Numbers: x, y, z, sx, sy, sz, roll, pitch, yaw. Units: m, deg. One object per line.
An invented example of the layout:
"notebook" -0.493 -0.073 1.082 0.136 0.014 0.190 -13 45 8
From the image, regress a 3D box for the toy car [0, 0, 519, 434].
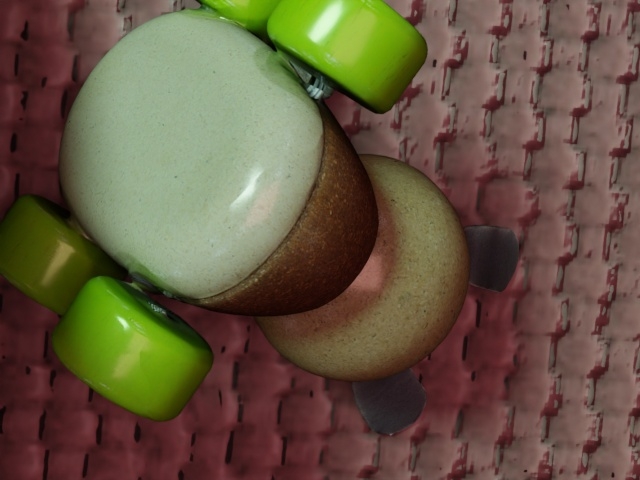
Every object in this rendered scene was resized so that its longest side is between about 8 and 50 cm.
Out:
"toy car" 0.000 0.000 0.498 0.188 0.149 0.155 33 94 -38
